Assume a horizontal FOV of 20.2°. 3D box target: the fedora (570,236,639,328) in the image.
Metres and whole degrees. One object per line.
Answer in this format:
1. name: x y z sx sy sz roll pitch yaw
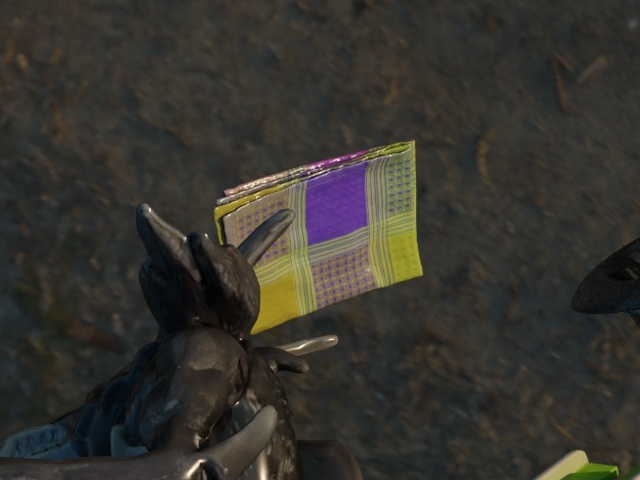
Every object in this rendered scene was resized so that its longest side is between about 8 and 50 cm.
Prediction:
1. fedora: 0.413 0.055 1.779 0.334 0.334 0.152 -25 96 21

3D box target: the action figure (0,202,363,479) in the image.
1. action figure: -0.064 0.101 0.415 0.141 0.164 0.276 -2 40 9

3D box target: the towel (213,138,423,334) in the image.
1. towel: 0.000 0.000 0.641 0.083 0.060 0.009 -17 32 -24

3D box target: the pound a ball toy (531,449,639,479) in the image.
1. pound a ball toy: 0.259 0.333 1.770 0.208 0.319 0.136 -2 109 45
